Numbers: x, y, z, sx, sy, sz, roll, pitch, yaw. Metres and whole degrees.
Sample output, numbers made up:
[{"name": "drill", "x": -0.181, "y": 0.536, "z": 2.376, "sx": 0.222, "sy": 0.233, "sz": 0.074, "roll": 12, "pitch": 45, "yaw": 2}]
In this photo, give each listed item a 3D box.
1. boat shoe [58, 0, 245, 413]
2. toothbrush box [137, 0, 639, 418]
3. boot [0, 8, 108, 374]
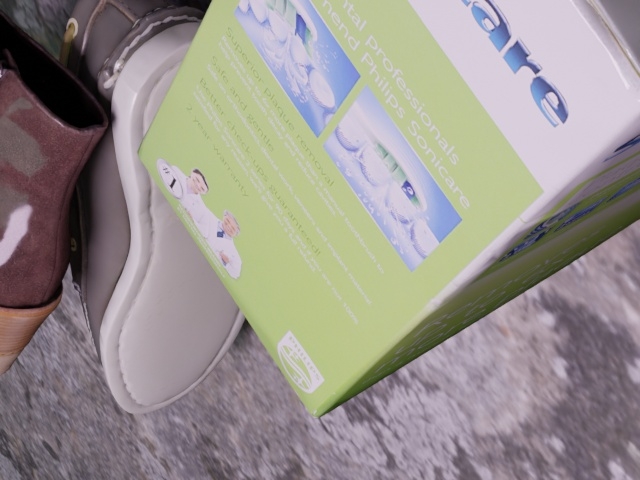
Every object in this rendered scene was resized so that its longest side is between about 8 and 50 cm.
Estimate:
[{"name": "boat shoe", "x": -0.102, "y": -0.021, "z": 1.142, "sx": 0.091, "sy": 0.109, "sz": 0.305, "roll": 44, "pitch": 146, "yaw": 31}, {"name": "toothbrush box", "x": 0.082, "y": -0.077, "z": 0.588, "sx": 0.122, "sy": 0.206, "sz": 0.283, "roll": 55, "pitch": 155, "yaw": 9}, {"name": "boot", "x": -0.223, "y": -0.064, "z": 1.121, "sx": 0.248, "sy": 0.090, "sz": 0.207, "roll": 43, "pitch": 130, "yaw": 24}]
